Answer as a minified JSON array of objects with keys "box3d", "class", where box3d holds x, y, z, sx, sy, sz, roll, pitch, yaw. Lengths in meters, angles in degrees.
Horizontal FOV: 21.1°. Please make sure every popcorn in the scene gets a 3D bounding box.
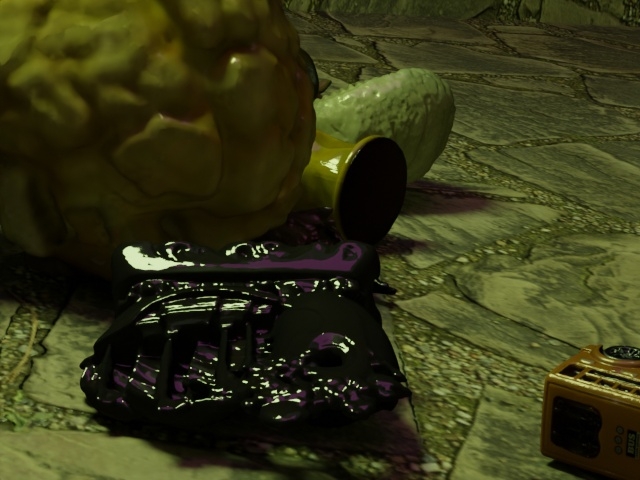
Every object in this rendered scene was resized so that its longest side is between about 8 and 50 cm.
[{"box3d":[-0.183,-0.146,1.585,0.390,0.354,0.344,53,26,5],"class":"popcorn"}]

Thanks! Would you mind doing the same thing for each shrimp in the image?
[{"box3d":[-0.003,-0.004,1.690,0.262,0.066,0.117,20,21,40],"class":"shrimp"}]

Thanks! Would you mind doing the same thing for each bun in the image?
[{"box3d":[0.057,-0.116,2.002,0.220,0.134,0.220,-18,-2,-1],"class":"bun"}]

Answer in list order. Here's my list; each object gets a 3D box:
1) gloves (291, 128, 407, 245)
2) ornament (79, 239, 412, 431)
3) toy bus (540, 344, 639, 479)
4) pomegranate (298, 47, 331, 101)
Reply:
[{"box3d":[-0.059,-0.086,1.854,0.294,0.133,0.116,17,20,35],"class":"gloves"},{"box3d":[-0.058,0.091,1.258,0.251,0.106,0.260,-1,23,4],"class":"ornament"},{"box3d":[0.252,0.136,1.195,0.194,0.083,0.088,13,20,37],"class":"toy bus"},{"box3d":[-0.061,-0.201,2.345,0.152,0.131,0.191,9,-9,37],"class":"pomegranate"}]
